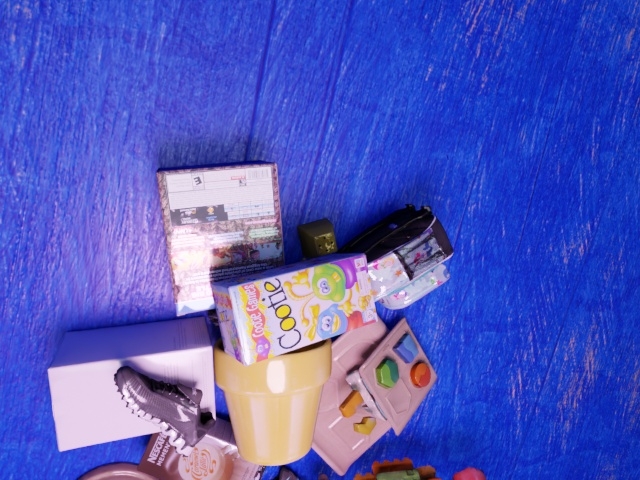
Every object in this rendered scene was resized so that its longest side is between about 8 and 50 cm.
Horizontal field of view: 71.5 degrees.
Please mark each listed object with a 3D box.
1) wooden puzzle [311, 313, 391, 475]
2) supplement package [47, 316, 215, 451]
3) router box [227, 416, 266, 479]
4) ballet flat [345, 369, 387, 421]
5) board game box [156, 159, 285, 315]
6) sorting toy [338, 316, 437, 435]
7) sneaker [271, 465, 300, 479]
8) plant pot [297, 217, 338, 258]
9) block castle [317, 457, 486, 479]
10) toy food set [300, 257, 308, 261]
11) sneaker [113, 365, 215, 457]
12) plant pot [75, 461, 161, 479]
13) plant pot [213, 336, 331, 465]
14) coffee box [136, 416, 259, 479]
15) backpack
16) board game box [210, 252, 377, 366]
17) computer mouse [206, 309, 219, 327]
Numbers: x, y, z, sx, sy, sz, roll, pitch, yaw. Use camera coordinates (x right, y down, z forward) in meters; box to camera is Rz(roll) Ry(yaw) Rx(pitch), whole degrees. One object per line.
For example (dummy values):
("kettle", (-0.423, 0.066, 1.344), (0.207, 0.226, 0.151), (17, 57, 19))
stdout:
("wooden puzzle", (0.086, 0.395, 1.181), (0.348, 0.080, 0.322), (-42, 112, -12))
("supplement package", (-0.381, 0.285, 0.936), (0.293, 0.175, 0.177), (-3, 104, -19))
("router box", (-0.193, 0.534, 1.125), (0.133, 0.046, 0.178), (21, 94, -21))
("ballet flat", (0.116, 0.396, 1.129), (0.052, 0.057, 0.168), (-26, 106, 12))
("board game box", (-0.209, -0.016, 0.950), (0.232, 0.141, 0.291), (-7, 104, -18))
("sorting toy", (0.183, 0.370, 1.117), (0.307, 0.041, 0.229), (-39, 108, -37))
("sneaker", (-0.164, 0.705, 1.160), (0.267, 0.101, 0.106), (-35, 93, -13))
("plant pot", (0.000, 0.000, 1.057), (0.081, 0.083, 0.081), (-16, 105, -15))
("block castle", (0.196, 0.723, 1.119), (0.453, 0.213, 0.303), (-4, 119, -4))
("toy food set", (-0.055, 0.147, 1.093), (0.132, 0.038, 0.192), (40, 87, -22))
("sneaker", (-0.283, 0.302, 0.840), (0.106, 0.078, 0.234), (-37, 116, -11))
("plant pot", (-0.477, 0.648, 1.018), (0.237, 0.110, 0.237), (-5, 104, -19))
("plant pot", (-0.100, 0.332, 0.966), (0.254, 0.254, 0.239), (-2, 91, -19))
("coffee box", (-0.270, 0.490, 1.027), (0.247, 0.098, 0.141), (24, 92, -6))
("backpack", (0.160, 0.049, 1.051), (0.254, 0.225, 0.191), (-27, 104, -8))
("board game box", (-0.051, 0.122, 0.866), (0.275, 0.144, 0.142), (-12, 93, -26))
("computer mouse", (-0.112, 0.177, 0.994), (0.272, 0.188, 0.072), (-3, 83, -17))
